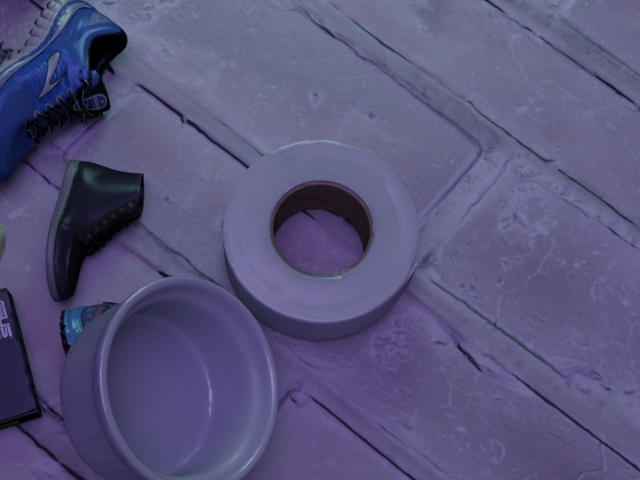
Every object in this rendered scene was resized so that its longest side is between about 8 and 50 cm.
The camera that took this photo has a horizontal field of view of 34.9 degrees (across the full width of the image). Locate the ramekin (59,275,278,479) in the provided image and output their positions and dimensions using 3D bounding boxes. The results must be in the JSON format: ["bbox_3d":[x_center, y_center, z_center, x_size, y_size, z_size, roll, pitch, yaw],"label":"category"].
[{"bbox_3d":[-0.200,0.194,1.320,0.277,0.135,0.277,17,64,-39],"label":"ramekin"}]

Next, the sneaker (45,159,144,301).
[{"bbox_3d":[-0.325,-0.014,1.479,0.118,0.083,0.222,6,68,-2],"label":"sneaker"}]

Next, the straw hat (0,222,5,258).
[{"bbox_3d":[-0.532,-0.001,1.472,0.144,0.061,0.144,1,69,-3],"label":"straw hat"}]

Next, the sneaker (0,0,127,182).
[{"bbox_3d":[-0.402,-0.222,1.530,0.147,0.130,0.330,25,69,8],"label":"sneaker"}]

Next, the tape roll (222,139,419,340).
[{"bbox_3d":[0.000,0.000,1.486,0.286,0.100,0.286,1,69,-3],"label":"tape roll"}]

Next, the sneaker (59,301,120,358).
[{"bbox_3d":[-0.274,0.200,1.391,0.125,0.104,0.262,-15,71,-11],"label":"sneaker"}]

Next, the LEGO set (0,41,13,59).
[{"bbox_3d":[-0.530,-0.304,1.608,0.083,0.023,0.054,-18,71,-10],"label":"LEGO set"}]

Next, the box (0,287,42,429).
[{"bbox_3d":[-0.501,0.181,1.414,0.184,0.045,0.190,-17,72,-7],"label":"box"}]
